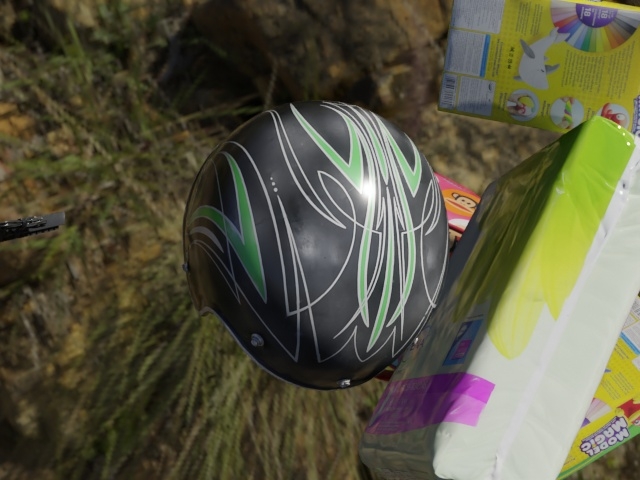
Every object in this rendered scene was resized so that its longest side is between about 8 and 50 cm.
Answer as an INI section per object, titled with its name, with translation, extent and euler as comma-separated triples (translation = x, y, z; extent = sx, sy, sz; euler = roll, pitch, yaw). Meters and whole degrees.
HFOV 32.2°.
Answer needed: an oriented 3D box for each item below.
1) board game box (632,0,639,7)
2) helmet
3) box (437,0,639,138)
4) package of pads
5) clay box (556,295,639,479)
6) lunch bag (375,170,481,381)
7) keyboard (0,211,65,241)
[board game box]
translation = 0.330, -0.178, 0.947
extent = 0.048, 0.141, 0.170
euler = -46, 66, 18
[helmet]
translation = 0.000, 0.000, 0.676
extent = 0.169, 0.169, 0.161
euler = -29, 23, -20
[box]
translation = 0.189, -0.139, 0.872
extent = 0.179, 0.105, 0.043
euler = 14, 20, 19
[package of pads]
translation = 0.151, 0.069, 0.883
extent = 0.296, 0.101, 0.229
euler = -62, 5, -13
[clay box]
translation = 0.255, 0.155, 1.101
extent = 0.222, 0.053, 0.127
euler = -32, 30, 3
[lunch bag]
translation = 0.114, 0.059, 1.310
extent = 0.293, 0.258, 0.120
euler = 32, 31, 24
[keyboard]
translation = -0.375, -0.007, 1.292
extent = 0.108, 0.023, 0.180
euler = -14, 3, 32
